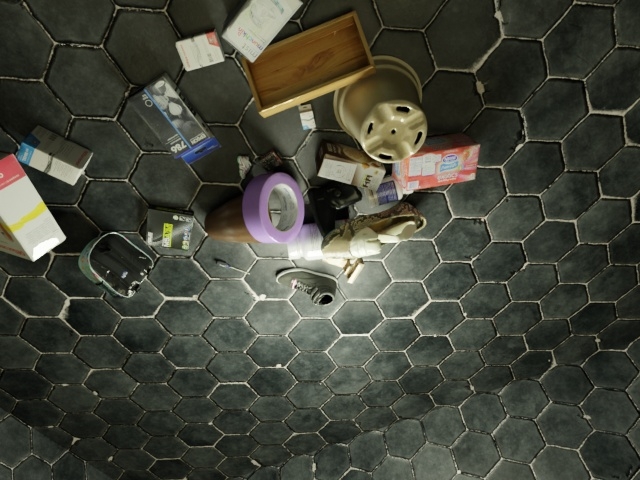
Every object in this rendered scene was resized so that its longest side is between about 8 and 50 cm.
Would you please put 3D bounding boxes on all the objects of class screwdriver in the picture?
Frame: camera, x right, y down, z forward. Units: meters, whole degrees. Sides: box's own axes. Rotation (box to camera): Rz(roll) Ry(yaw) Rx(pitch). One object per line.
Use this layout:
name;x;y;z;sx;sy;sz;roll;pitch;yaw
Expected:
screwdriver;-0.401;0.129;2.214;0.170;0.024;0.025;27;90;-26

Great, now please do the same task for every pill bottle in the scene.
pill bottle;0.000;0.000;2.073;0.284;0.160;0.160;-7;127;-2
pill bottle;0.277;-0.210;1.977;0.187;0.112;0.111;-15;126;5

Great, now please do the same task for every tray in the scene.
tray;-0.041;-0.587;1.627;0.411;0.076;0.202;-19;86;7

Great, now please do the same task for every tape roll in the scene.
tape roll;-0.179;-0.126;1.889;0.090;0.274;0.274;0;134;36

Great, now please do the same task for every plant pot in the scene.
plant pot;-0.347;-0.076;1.972;0.231;0.215;0.215;-11;128;20
plant pot;0.225;-0.436;1.686;0.334;0.305;0.333;-3;126;-4

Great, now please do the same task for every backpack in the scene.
backpack;-0.864;0.097;2.014;0.191;0.225;0.253;-7;134;38

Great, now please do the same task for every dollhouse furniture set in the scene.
dollhouse furniture set;0.098;0.098;2.162;0.123;0.151;0.144;19;120;-19

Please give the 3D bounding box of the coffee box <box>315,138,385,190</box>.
coffee box;0.113;-0.294;1.881;0.247;0.141;0.098;13;123;-15

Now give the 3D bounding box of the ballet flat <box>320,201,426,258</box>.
ballet flat;0.238;-0.030;1.943;0.483;0.182;0.163;-22;124;-28

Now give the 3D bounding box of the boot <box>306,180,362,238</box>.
boot;0.073;-0.135;1.952;0.207;0.246;0.094;-22;162;13

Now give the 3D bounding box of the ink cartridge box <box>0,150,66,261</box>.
ink cartridge box;-1.166;-0.132;1.781;0.280;0.160;0.384;11;134;30

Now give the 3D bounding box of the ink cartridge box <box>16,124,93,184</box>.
ink cartridge box;-0.959;-0.308;1.753;0.203;0.148;0.086;28;119;-23

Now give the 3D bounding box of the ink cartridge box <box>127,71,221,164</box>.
ink cartridge box;-0.526;-0.426;1.767;0.166;0.065;0.332;-28;125;13

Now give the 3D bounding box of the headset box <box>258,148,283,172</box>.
headset box;-0.192;-0.316;1.900;0.083;0.032;0.062;-31;124;15

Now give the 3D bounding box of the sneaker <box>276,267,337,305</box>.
sneaker;-0.059;0.219;2.238;0.296;0.146;0.104;9;126;-11

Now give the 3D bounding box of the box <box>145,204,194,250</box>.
box;-0.637;-0.050;2.042;0.184;0.045;0.190;8;124;-15

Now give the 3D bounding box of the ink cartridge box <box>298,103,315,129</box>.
ink cartridge box;-0.050;-0.462;1.809;0.048;0.028;0.083;-12;126;3

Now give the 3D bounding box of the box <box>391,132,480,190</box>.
box;0.441;-0.308;1.867;0.300;0.142;0.154;-12;125;-13

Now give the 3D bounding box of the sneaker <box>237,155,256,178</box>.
sneaker;-0.287;-0.289;1.906;0.069;0.038;0.098;-5;127;-1

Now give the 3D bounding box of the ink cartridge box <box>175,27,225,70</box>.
ink cartridge box;-0.402;-0.641;1.624;0.136;0.056;0.099;-14;126;4

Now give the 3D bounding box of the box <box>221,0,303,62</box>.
box;-0.182;-0.704;1.474;0.127;0.261;0.231;35;115;-27
